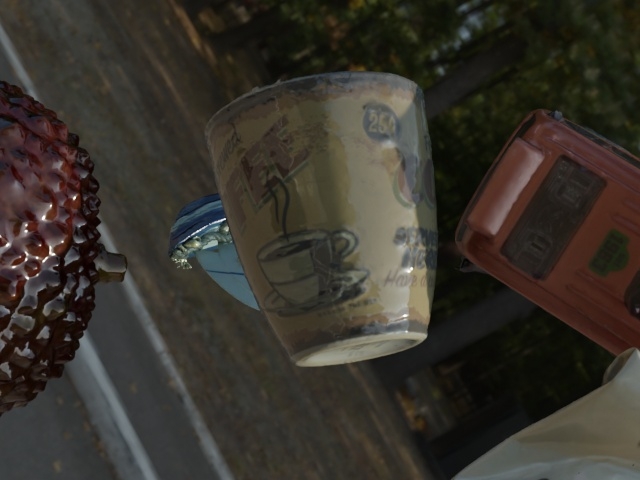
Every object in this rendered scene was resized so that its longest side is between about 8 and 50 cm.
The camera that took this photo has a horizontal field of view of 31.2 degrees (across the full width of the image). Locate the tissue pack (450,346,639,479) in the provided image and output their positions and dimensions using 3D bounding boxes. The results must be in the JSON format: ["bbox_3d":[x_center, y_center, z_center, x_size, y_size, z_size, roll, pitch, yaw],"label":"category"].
[{"bbox_3d":[0.132,0.309,0.840,0.195,0.375,0.390,28,-40,30],"label":"tissue pack"}]

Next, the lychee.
[{"bbox_3d":[-0.291,0.005,0.838,0.304,0.276,0.276,11,29,-25],"label":"lychee"}]

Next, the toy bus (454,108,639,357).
[{"bbox_3d":[0.350,0.038,1.203,0.427,0.203,0.233,33,10,14],"label":"toy bus"}]

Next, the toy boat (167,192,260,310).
[{"bbox_3d":[-0.094,0.049,1.682,0.291,0.220,0.067,53,-43,29],"label":"toy boat"}]

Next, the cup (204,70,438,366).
[{"bbox_3d":[0.000,0.000,1.178,0.301,0.227,0.257,135,-51,-69],"label":"cup"}]
